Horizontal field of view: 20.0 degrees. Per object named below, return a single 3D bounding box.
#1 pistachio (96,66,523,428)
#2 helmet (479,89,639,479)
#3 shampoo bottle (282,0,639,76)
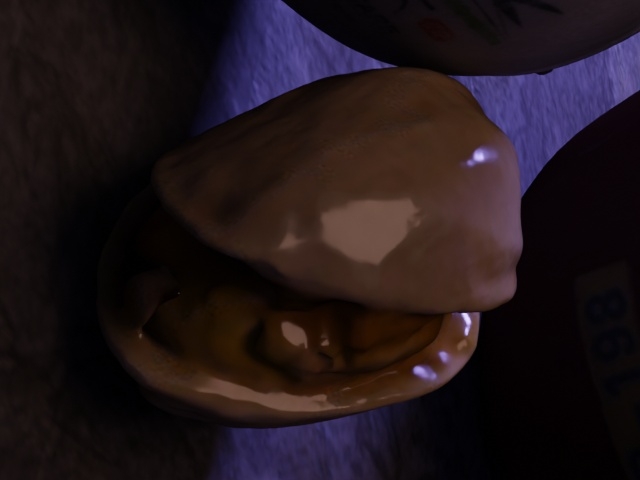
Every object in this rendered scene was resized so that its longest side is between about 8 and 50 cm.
[{"bbox_3d":[0.000,0.000,0.772,0.229,0.157,0.157,-22,101,-57],"label":"pistachio"},{"bbox_3d":[0.207,0.065,1.054,0.337,0.230,0.385,-4,77,-64],"label":"helmet"},{"bbox_3d":[0.054,-0.227,0.802,0.266,0.273,0.273,41,46,-42],"label":"shampoo bottle"}]
